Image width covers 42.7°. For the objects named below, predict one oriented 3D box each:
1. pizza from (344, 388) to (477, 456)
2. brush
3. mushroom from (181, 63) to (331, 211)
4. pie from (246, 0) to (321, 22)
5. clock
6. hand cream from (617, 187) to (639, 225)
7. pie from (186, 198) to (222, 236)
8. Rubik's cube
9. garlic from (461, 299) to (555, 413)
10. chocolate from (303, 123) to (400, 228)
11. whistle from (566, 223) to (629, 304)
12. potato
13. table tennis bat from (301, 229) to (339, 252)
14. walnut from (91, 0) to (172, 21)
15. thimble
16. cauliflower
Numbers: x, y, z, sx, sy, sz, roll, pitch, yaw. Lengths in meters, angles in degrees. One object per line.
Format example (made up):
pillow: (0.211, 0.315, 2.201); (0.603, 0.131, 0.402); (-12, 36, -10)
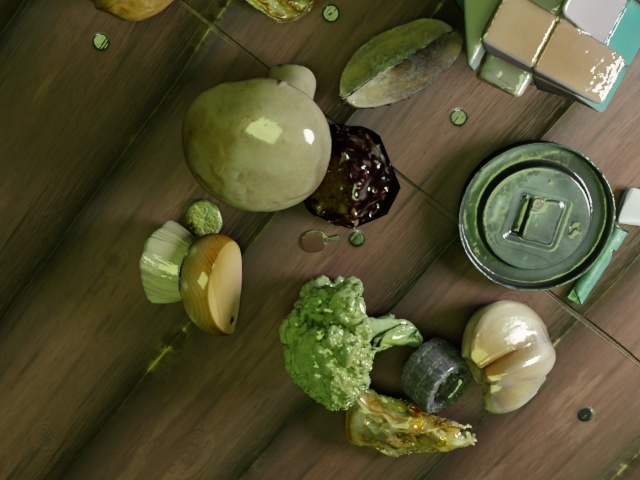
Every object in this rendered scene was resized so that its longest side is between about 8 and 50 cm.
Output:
pizza: (0.194, 0.427, 1.828); (0.297, 0.071, 0.189); (15, 128, -3)
brush: (-0.268, 0.096, 1.738); (0.166, 0.174, 0.266); (10, 130, 17)
mushroom: (-0.113, -0.216, 1.566); (0.292, 0.290, 0.292); (6, 140, 5)
pie: (-0.078, -0.523, 1.568); (0.205, 0.084, 0.179); (34, 109, -14)
clock: (0.443, -0.051, 1.699); (0.319, 0.066, 0.319); (1, 107, 3)
hand cream: (0.745, -0.052, 1.693); (0.255, 0.048, 0.079); (10, 109, 0)
pie: (-0.250, -0.048, 1.756); (0.085, 0.017, 0.085); (2, 107, 5)
Rubik's cube: (0.398, -0.428, 1.445); (0.368, 0.387, 0.358); (30, 102, 12)
garlic: (0.409, 0.227, 1.720); (0.228, 0.110, 0.217); (-27, 89, -29)
chocolate: (0.043, -0.113, 1.642); (0.206, 0.177, 0.224); (-21, 103, 9)
whistle: (0.588, 0.053, 1.737); (0.039, 0.039, 0.186); (26, 106, -5)
potato: (0.156, -0.354, 1.613); (0.261, 0.120, 0.100); (-29, 61, 17)
table tennis bat: (0.000, 0.000, 1.764); (0.083, 0.007, 0.050); (-9, 106, 7)
walnut: (-0.350, -0.516, 1.530); (0.222, 0.195, 0.195); (-42, 101, 13)
thimble: (0.251, 0.290, 1.767); (0.098, 0.150, 0.150); (39, 111, 37)
cauliflower: (0.041, 0.199, 1.733); (0.260, 0.281, 0.327); (48, 131, 11)
